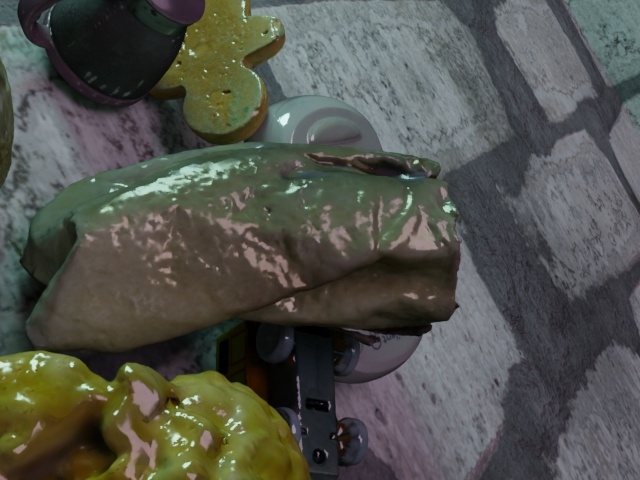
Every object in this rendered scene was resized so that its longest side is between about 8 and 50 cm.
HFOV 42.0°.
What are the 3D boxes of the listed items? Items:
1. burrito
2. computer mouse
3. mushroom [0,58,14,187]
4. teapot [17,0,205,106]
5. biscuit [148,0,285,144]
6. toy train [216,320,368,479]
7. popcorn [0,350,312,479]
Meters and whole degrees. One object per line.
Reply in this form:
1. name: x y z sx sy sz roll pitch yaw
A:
1. burrito: -0.060 -0.006 0.652 0.332 0.135 0.190 0 39 -18
2. computer mouse: 0.000 0.000 0.862 0.184 0.121 0.296 -21 96 -46
3. mushroom: -0.336 -0.111 0.506 0.344 0.130 0.247 18 61 -43
4. teapot: -0.184 -0.208 0.753 0.148 0.146 0.116 34 43 -32
5. biscuit: -0.110 -0.193 0.843 0.030 0.153 0.234 51 17 -60
6. toy train: -0.034 0.137 0.716 0.089 0.127 0.219 16 58 -35
7. popcorn: -0.112 0.192 0.513 0.332 0.225 0.265 43 42 -4
